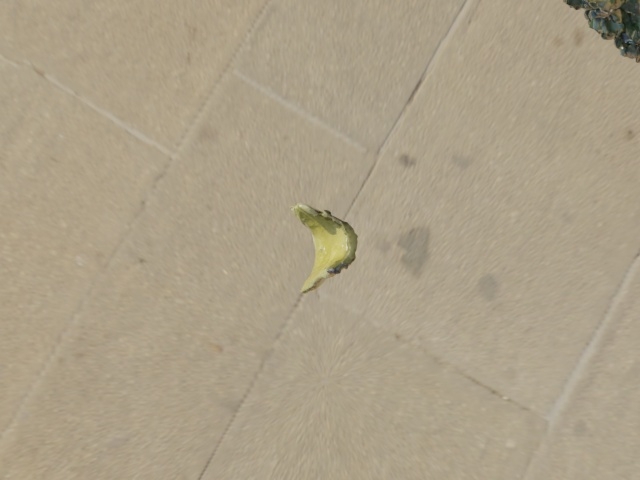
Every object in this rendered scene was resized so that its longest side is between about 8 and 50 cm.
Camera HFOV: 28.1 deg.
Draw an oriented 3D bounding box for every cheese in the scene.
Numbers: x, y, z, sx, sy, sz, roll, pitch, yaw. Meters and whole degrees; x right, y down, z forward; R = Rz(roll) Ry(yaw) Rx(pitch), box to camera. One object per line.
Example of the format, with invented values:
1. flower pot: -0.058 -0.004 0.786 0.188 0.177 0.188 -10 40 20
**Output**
1. cheese: 0.001 -0.001 1.123 0.041 0.060 0.084 -8 72 -29

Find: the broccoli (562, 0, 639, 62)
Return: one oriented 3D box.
1. broccoli: 0.296 -0.319 1.081 0.281 0.347 0.293 -38 40 26
